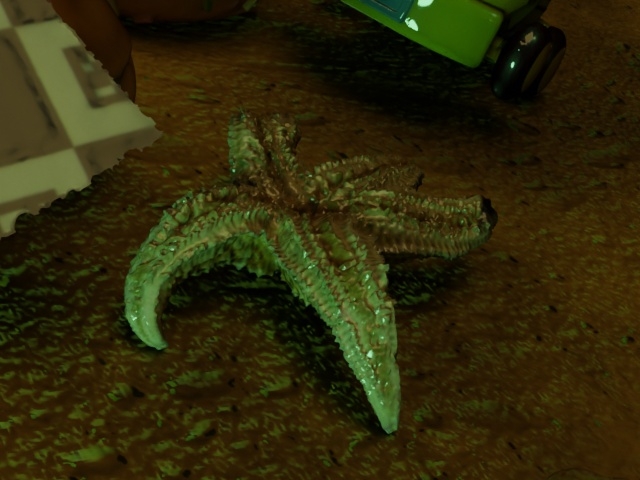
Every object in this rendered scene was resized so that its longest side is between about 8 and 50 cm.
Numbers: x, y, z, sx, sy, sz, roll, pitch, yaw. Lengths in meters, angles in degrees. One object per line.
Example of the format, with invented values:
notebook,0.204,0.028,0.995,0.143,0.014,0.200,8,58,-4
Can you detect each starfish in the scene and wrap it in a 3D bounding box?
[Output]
starfish,0.000,-0.002,0.629,0.238,0.071,0.216,-16,40,-36

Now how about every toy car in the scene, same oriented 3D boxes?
toy car,0.100,-0.208,0.907,0.200,0.142,0.248,30,16,11

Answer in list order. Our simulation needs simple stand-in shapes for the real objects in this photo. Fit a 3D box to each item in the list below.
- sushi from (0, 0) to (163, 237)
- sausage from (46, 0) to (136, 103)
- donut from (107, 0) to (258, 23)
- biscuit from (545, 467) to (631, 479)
sushi,-0.289,-0.077,0.489,0.339,0.069,0.320,47,55,7
sausage,-0.206,-0.112,0.631,0.241,0.120,0.136,21,38,4
donut,-0.134,-0.218,0.876,0.233,0.085,0.199,12,30,-12
biscuit,0.150,0.178,0.448,0.225,0.036,0.166,37,35,23
